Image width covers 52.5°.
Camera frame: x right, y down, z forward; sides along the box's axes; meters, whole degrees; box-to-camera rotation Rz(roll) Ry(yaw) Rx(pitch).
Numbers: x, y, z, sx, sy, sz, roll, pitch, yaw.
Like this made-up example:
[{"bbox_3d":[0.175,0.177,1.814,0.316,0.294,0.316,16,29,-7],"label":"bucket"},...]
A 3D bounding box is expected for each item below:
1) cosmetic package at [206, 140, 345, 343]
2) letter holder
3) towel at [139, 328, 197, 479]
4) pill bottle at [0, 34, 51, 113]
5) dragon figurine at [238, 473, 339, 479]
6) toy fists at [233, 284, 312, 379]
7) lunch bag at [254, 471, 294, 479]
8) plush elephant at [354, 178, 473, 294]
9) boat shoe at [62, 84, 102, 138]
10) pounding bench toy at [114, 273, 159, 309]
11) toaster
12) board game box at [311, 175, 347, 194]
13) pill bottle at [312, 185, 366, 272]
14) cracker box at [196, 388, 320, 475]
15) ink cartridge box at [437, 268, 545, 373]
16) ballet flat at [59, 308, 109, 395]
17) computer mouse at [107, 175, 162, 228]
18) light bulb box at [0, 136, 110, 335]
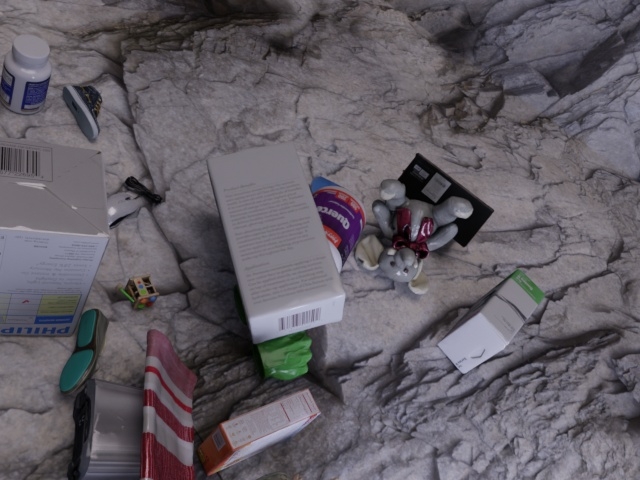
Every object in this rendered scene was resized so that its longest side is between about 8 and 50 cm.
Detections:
[{"bbox_3d":[-0.115,-0.004,1.582,0.230,0.161,0.453,-13,62,-9],"label":"cosmetic package"},{"bbox_3d":[0.389,-0.138,2.134,0.302,0.152,0.214,37,9,0],"label":"letter holder"},{"bbox_3d":[-0.297,0.371,1.287,0.037,0.237,0.329,-11,54,4],"label":"towel"},{"bbox_3d":[-0.748,-0.424,1.653,0.112,0.187,0.112,18,48,-21],"label":"pill bottle"},{"bbox_3d":[-0.032,0.562,1.392,0.289,0.144,0.085,1,55,-9],"label":"dragon figurine"},{"bbox_3d":[-0.114,0.215,1.617,0.142,0.096,0.279,-11,61,-21],"label":"toy fists"},{"bbox_3d":[-0.114,0.619,1.172,0.212,0.256,0.305,-18,65,-43],"label":"lunch bag"},{"bbox_3d":[0.255,0.008,1.932,0.271,0.330,0.255,17,69,-3],"label":"plush elephant"},{"bbox_3d":[-0.624,-0.357,1.767,0.083,0.065,0.183,-18,66,-40],"label":"boat shoe"},{"bbox_3d":[-0.429,0.125,1.512,0.083,0.052,0.065,-12,63,-39],"label":"pounding bench toy"},{"bbox_3d":[-0.402,0.383,1.266,0.146,0.129,0.227,13,47,-28],"label":"toaster"},{"bbox_3d":[0.034,-0.129,2.041,0.168,0.033,0.133,24,40,-22],"label":"board game box"},{"bbox_3d":[0.000,0.000,1.802,0.181,0.181,0.323,35,44,-4],"label":"pill bottle"},{"bbox_3d":[-0.133,0.411,1.399,0.232,0.156,0.067,-11,62,-39],"label":"cracker box"},{"bbox_3d":[0.507,0.237,1.920,0.121,0.211,0.289,48,44,9],"label":"ink cartridge box"},{"bbox_3d":[-0.486,0.240,1.364,0.213,0.072,0.068,-91,160,-44],"label":"ballet flat"},{"bbox_3d":[-0.499,-0.094,1.652,0.106,0.042,0.193,41,44,1],"label":"computer mouse"},{"bbox_3d":[-0.630,0.001,1.259,0.358,0.361,0.225,6,51,-30],"label":"light bulb box"}]
